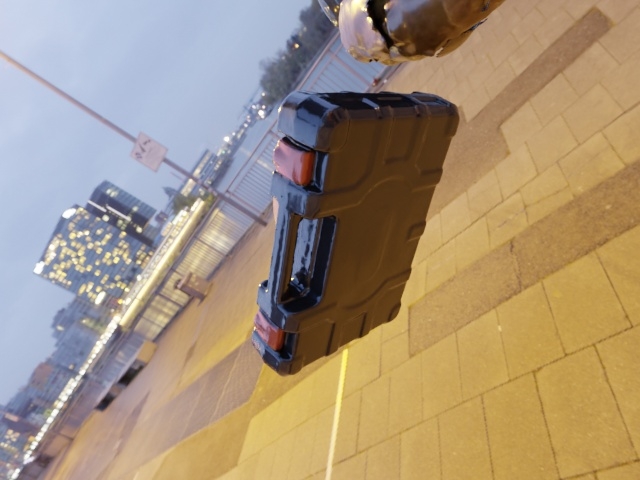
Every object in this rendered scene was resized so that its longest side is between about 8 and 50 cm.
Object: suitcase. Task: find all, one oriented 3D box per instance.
[{"bbox_3d":[0.034,-0.007,0.451,0.066,0.207,0.285,35,126,37],"label":"suitcase"}]

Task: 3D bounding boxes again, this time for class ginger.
[{"bbox_3d":[0.088,-0.253,0.484,0.133,0.106,0.309,-18,20,-7],"label":"ginger"}]

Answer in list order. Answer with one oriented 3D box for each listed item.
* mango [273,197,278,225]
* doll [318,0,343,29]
[{"bbox_3d":[0.001,0.000,0.774,0.144,0.358,0.187,-9,22,7],"label":"mango"},{"bbox_3d":[0.071,-0.635,0.871,0.253,0.378,0.382,25,63,39],"label":"doll"}]
